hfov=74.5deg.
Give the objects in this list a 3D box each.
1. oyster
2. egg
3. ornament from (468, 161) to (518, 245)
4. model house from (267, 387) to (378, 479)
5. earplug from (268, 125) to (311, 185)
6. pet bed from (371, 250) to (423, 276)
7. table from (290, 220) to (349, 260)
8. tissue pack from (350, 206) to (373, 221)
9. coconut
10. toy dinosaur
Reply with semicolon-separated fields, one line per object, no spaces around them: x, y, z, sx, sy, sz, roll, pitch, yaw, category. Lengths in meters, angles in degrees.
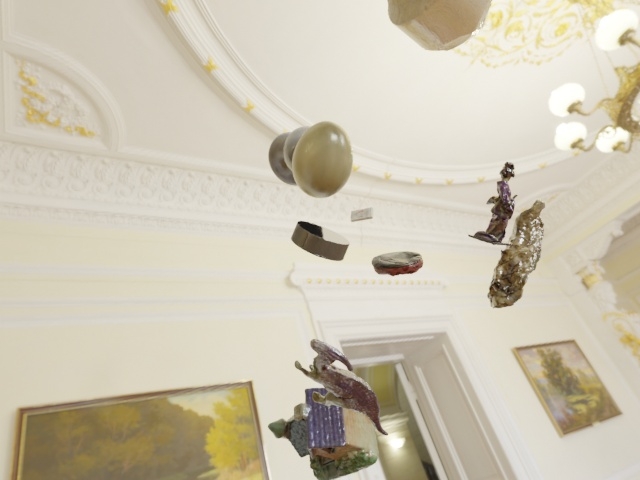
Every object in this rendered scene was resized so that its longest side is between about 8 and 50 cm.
0.642;0.061;1.420;0.110;0.396;0.204;27;-16;7;oyster
0.008;-0.242;1.278;0.185;0.186;0.242;-1;-52;-26;egg
0.447;-0.087;1.030;0.081;0.088;0.203;12;-84;-36;ornament
-0.007;0.669;1.472;0.280;0.245;0.312;32;-53;-31;model house
-0.086;-0.310;1.574;0.175;0.214;0.325;-38;14;-26;earplug
0.287;0.084;1.575;0.201;0.054;0.201;-10;12;2;pet bed
0.000;0.000;0.981;0.133;0.133;0.043;12;-74;-40;table
0.190;-0.118;1.924;0.108;0.056;0.023;-8;-31;26;tissue pack
0.304;-0.591;1.024;0.265;0.238;0.237;19;-48;-37;coconut
0.044;0.328;0.942;0.162;0.077;0.294;-11;-50;47;toy dinosaur
